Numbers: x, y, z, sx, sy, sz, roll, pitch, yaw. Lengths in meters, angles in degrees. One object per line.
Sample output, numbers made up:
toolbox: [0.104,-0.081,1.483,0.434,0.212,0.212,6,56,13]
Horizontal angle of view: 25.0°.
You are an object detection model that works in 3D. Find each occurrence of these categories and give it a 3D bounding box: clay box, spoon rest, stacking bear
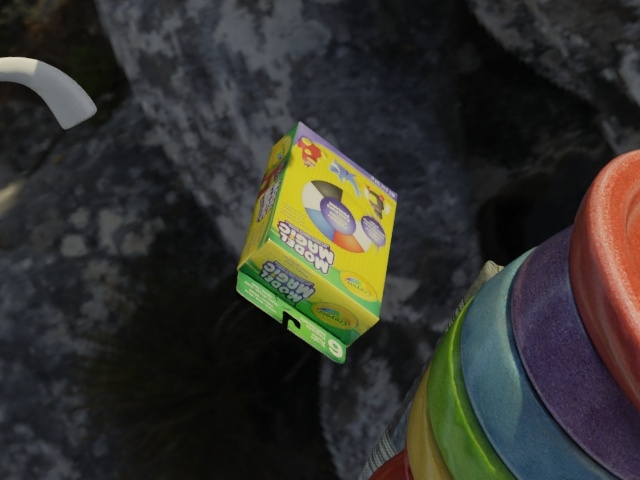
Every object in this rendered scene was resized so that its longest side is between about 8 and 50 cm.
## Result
clay box: [0.000,0.000,1.308,0.127,0.222,0.053,36,123,-18]
spoon rest: [-0.313,-0.078,1.167,0.137,0.276,0.084,-19,102,50]
stacking bear: [0.113,0.105,0.695,0.164,0.175,0.289,49,133,13]

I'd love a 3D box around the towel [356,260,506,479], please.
towel: [0.159,0.231,1.240,0.312,0.056,0.324,-63,37,30]
